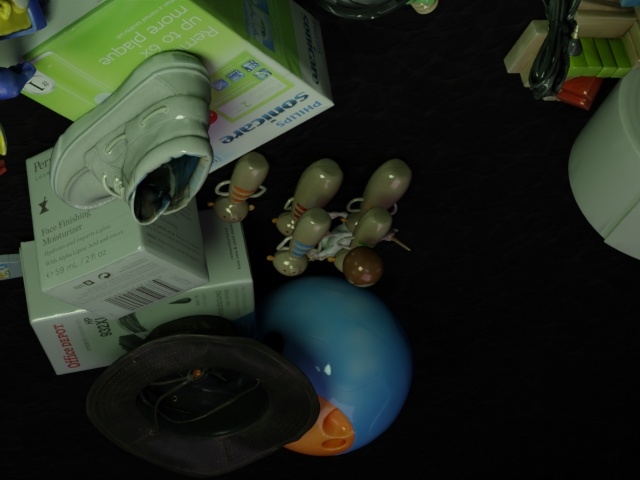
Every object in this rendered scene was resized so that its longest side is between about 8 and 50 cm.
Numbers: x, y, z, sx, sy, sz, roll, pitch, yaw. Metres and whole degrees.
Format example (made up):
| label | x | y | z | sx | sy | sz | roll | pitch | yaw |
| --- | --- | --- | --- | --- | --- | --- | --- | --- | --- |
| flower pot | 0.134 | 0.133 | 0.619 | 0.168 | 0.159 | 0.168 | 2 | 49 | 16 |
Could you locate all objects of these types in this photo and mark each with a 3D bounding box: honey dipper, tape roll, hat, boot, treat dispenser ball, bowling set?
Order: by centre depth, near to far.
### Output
| label | x | y | z | sx | sy | sz | roll | pitch | yaw |
| --- | --- | --- | --- | --- | --- | --- | --- | --- | --- |
| boot | -0.190 | -0.067 | 1.260 | 0.095 | 0.123 | 0.258 | 12 | 146 | -32 |
| honey dipper | 0.081 | -0.288 | 1.353 | 0.030 | 0.030 | 0.160 | -23 | 152 | 20 |
| tape roll | 0.467 | -0.111 | 1.666 | 0.246 | 0.246 | 0.169 | -5 | 154 | -17 |
| bowling set | 0.000 | 0.000 | 1.726 | 0.287 | 0.200 | 0.154 | 3 | 144 | -25 |
| hat | -0.169 | 0.195 | 1.823 | 0.331 | 0.134 | 0.331 | -6 | 137 | -5 |
| treat dispenser ball | 0.003 | 0.198 | 2.043 | 0.288 | 0.288 | 0.288 | -11 | 155 | -5 |

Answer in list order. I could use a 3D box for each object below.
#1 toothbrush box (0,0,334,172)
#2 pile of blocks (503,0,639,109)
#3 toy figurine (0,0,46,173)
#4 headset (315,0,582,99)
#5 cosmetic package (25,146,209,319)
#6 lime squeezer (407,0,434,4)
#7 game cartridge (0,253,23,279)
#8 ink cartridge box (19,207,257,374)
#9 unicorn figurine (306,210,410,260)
| label | x | y | z | sx | sy | sz | roll | pitch | yaw |
| --- | --- | --- | --- | --- | --- | --- | --- | --- | --- |
| toothbrush box | -0.154 | -0.195 | 1.297 | 0.206 | 0.122 | 0.283 | -26 | 148 | 26 |
| pile of blocks | 0.375 | -0.252 | 1.476 | 0.149 | 0.113 | 0.362 | 12 | 145 | -43 |
| toy figurine | -0.344 | -0.234 | 1.112 | 0.191 | 0.363 | 0.217 | -11 | -161 | 24 |
| headset | 0.048 | -0.248 | 1.147 | 0.394 | 0.185 | 0.243 | 10 | 179 | -11 |
| cosmetic package | -0.247 | -0.025 | 1.565 | 0.151 | 0.184 | 0.151 | -23 | 154 | 20 |
| lime squeezer | 0.094 | -0.282 | 1.293 | 0.310 | 0.059 | 0.110 | -21 | 148 | 6 |
| game cartridge | -0.457 | 0.039 | 1.801 | 0.083 | 0.017 | 0.056 | -10 | 152 | -7 |
| ink cartridge box | -0.254 | 0.075 | 1.839 | 0.307 | 0.129 | 0.223 | -10 | 156 | -6 |
| unicorn figurine | 0.037 | -0.006 | 1.913 | 0.111 | 0.060 | 0.162 | 9 | 164 | -40 |
